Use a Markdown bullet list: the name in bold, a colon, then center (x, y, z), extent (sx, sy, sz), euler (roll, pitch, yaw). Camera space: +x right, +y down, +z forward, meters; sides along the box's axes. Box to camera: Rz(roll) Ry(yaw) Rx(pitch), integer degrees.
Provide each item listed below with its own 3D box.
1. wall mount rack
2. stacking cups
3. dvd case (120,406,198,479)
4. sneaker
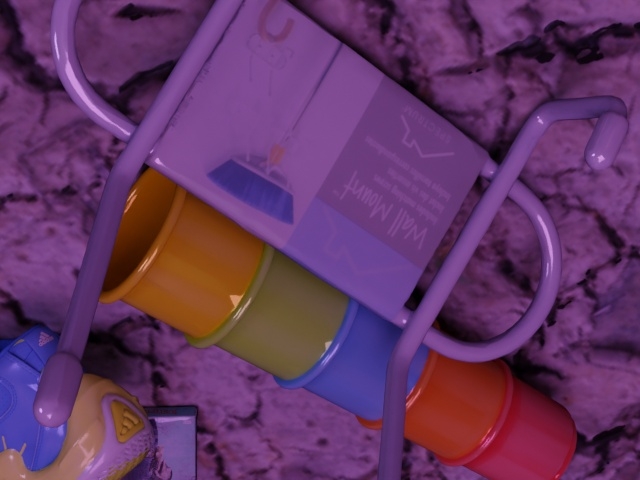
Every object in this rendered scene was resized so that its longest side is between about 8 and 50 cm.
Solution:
- **wall mount rack**: center (0.000, 0.000, 0.881), extent (0.350, 0.130, 0.304), euler (34, 80, -24)
- **stacking cups**: center (0.019, 0.068, 1.005), extent (0.316, 0.096, 0.096), euler (32, 114, -22)
- **dvd case**: center (-0.123, 0.158, 1.098), extent (0.087, 0.013, 0.119), euler (0, 123, -5)
- **sneaker**: center (-0.204, 0.130, 1.046), extent (0.240, 0.091, 0.126), euler (-38, 85, 32)
